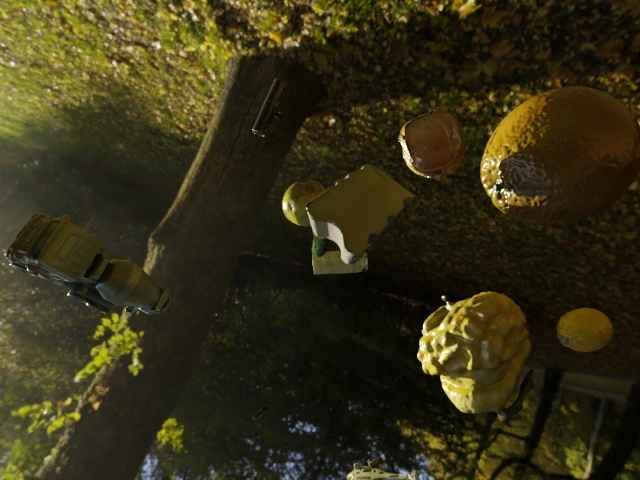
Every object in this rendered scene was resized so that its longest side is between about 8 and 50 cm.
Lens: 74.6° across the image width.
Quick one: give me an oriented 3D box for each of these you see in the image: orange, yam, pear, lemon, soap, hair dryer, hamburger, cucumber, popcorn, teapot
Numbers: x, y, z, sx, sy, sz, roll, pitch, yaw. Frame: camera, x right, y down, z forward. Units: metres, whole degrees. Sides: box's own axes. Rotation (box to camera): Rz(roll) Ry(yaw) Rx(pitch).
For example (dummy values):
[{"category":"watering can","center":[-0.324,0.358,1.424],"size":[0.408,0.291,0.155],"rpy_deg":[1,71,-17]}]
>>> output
[{"category":"orange","center":[0.574,-0.199,1.029],"size":[0.357,0.321,0.322],"rpy_deg":[-23,170,-6]},{"category":"yam","center":[-0.152,0.439,1.073],"size":[0.014,0.014,0.107],"rpy_deg":[16,175,11]},{"category":"pear","center":[-0.059,-0.163,1.770],"size":[0.198,0.197,0.197],"rpy_deg":[17,169,4]},{"category":"lemon","center":[0.693,0.236,1.108],"size":[0.155,0.114,0.114],"rpy_deg":[-12,178,-18]},{"category":"soap","center":[0.106,-0.085,0.976],"size":[0.159,0.258,0.302],"rpy_deg":[44,177,5]},{"category":"hair dryer","center":[-0.150,-0.391,1.331],"size":[0.050,0.173,0.195],"rpy_deg":[25,176,3]},{"category":"hamburger","center":[0.407,-0.359,1.554],"size":[0.261,0.244,0.211],"rpy_deg":[23,-175,23]},{"category":"cucumber","center":[0.000,-0.001,1.352],"size":[0.058,0.058,0.187],"rpy_deg":[17,160,3]},{"category":"popcorn","center":[0.482,0.340,1.268],"size":[0.349,0.381,0.349],"rpy_deg":[-20,157,-9]},{"category":"teapot","center":[0.073,0.067,1.531],"size":[0.201,0.077,0.107],"rpy_deg":[-3,129,4]}]

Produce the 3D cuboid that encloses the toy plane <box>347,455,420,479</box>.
[{"category":"toy plane","center":[0.184,0.706,1.247],"size":[0.286,0.092,0.108],"rpy_deg":[-27,171,35]}]

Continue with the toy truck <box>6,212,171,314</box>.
[{"category":"toy truck","center":[-0.394,0.058,0.753],"size":[0.140,0.108,0.256],"rpy_deg":[7,152,27]}]
